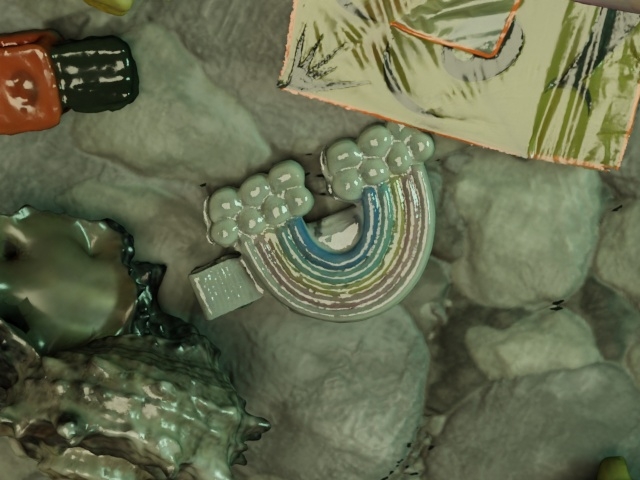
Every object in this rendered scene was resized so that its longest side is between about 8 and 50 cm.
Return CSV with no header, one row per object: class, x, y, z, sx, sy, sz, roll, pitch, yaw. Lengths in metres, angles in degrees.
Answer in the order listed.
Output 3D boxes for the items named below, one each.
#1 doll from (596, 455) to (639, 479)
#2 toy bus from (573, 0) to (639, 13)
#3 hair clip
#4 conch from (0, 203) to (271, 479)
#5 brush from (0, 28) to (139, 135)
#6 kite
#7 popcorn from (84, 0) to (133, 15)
doll,0.267,0.310,1.104,0.161,0.177,0.261,-13,112,10
toy bus,0.186,-0.322,0.835,0.162,0.171,0.386,4,127,41
hair clip,0.000,0.000,1.090,0.220,0.054,0.140,-22,93,9
conch,-0.177,0.105,1.044,0.186,0.240,0.313,-43,88,3
brush,-0.298,-0.116,1.077,0.323,0.051,0.070,-5,115,4
kite,0.105,-0.197,1.018,0.327,0.013,0.377,-32,102,12
popcorn,-0.127,-0.245,0.972,0.194,0.140,0.163,39,100,-19
